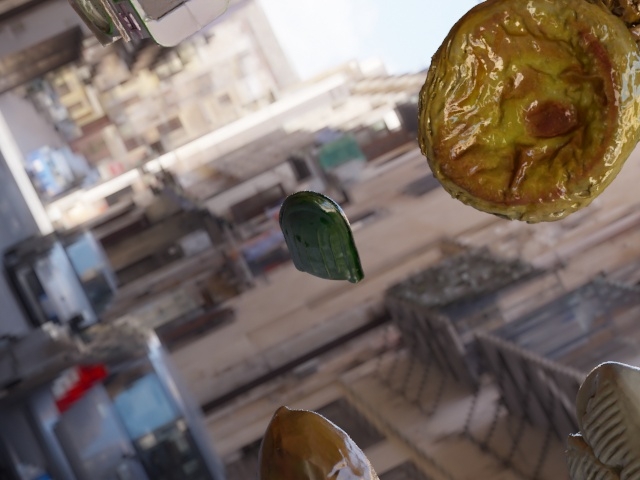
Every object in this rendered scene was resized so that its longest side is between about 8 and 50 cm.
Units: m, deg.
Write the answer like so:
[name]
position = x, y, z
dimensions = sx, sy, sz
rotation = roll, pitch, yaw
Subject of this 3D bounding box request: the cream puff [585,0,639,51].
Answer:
[cream puff]
position = 0.459, -0.336, 1.998
dimensions = 0.327, 0.231, 0.343
rotation = 77, 29, -69

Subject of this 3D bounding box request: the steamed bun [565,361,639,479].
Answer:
[steamed bun]
position = 0.599, 0.396, 2.520
dimensions = 0.342, 0.255, 0.368
rotation = 105, -28, -52

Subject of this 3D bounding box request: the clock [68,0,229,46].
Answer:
[clock]
position = -0.298, -0.410, 2.231
dimensions = 0.235, 0.166, 0.309
rotation = 59, -17, -17

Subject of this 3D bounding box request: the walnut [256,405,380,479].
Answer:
[walnut]
position = 0.007, 0.302, 1.675
dimensions = 0.245, 0.137, 0.137
rotation = 61, -7, 4

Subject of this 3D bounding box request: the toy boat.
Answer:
[toy boat]
position = 0.000, 0.000, 1.909
dimensions = 0.104, 0.052, 0.210
rotation = 14, -26, 17

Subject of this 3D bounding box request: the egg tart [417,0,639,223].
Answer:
[egg tart]
position = 0.261, -0.161, 1.781
dimensions = 0.295, 0.294, 0.116
rotation = 63, 21, 12
